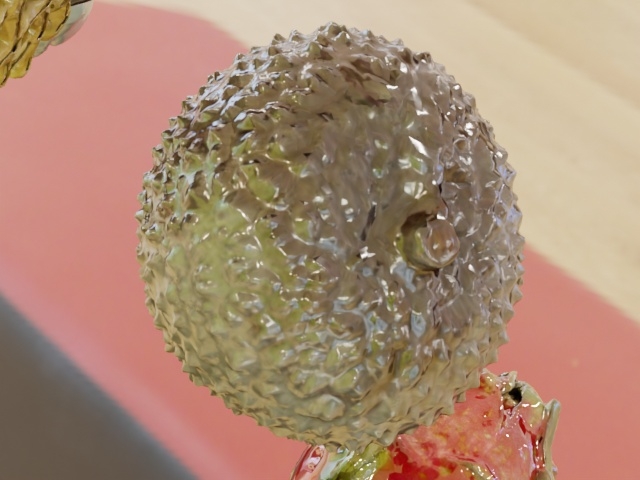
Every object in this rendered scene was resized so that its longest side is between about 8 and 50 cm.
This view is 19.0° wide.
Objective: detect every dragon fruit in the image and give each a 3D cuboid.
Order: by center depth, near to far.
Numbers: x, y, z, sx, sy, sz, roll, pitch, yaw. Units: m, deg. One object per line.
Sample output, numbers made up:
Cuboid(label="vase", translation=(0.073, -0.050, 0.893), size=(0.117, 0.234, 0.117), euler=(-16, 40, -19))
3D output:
Cuboid(label="dragon fruit", translation=(0.091, 0.234, 1.709), size=(0.231, 0.237, 0.303), euler=(31, 67, 4))

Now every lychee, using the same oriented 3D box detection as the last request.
Cuboid(label="lychee", translation=(-0.002, 0.002, 1.332), size=(0.300, 0.300, 0.300), euler=(12, 28, -7))

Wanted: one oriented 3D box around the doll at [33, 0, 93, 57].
Cuboid(label="doll", translation=(-0.215, -0.194, 1.301), size=(0.153, 0.195, 0.258), euler=(-11, 46, -35))

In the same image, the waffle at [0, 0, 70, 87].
Cuboid(label="waffle", translation=(-0.100, -0.135, 0.728), size=(0.038, 0.191, 0.191), euler=(30, 29, 2))
